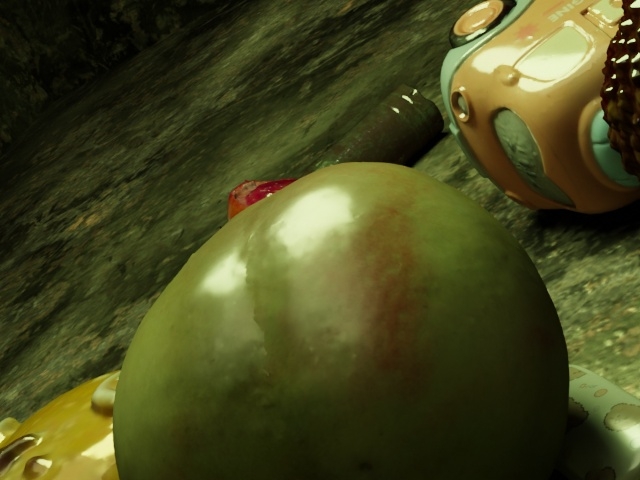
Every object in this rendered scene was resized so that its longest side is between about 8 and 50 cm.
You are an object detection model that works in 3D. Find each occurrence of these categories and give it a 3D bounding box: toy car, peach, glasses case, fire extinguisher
[{"bbox_3d":[0.246,-0.133,1.230,0.270,0.180,0.212,-36,27,0],"label":"toy car"},{"bbox_3d":[0.011,0.086,0.916,0.292,0.247,0.292,-36,42,41],"label":"peach"},{"bbox_3d":[0.169,0.119,0.938,0.063,0.041,0.164,-41,18,-5],"label":"glasses case"},{"bbox_3d":[0.013,-0.069,1.621,0.267,0.089,0.072,-42,17,-17],"label":"fire extinguisher"}]

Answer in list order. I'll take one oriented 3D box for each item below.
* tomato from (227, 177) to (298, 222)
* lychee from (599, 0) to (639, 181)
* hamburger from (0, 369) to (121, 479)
[{"bbox_3d":[0.000,0.000,1.478,0.189,0.099,0.173,10,14,10],"label":"tomato"},{"bbox_3d":[0.324,-0.134,1.000,0.271,0.271,0.271,-33,18,12],"label":"lychee"},{"bbox_3d":[-0.180,0.222,1.105,0.261,0.186,0.303,-18,28,47],"label":"hamburger"}]
